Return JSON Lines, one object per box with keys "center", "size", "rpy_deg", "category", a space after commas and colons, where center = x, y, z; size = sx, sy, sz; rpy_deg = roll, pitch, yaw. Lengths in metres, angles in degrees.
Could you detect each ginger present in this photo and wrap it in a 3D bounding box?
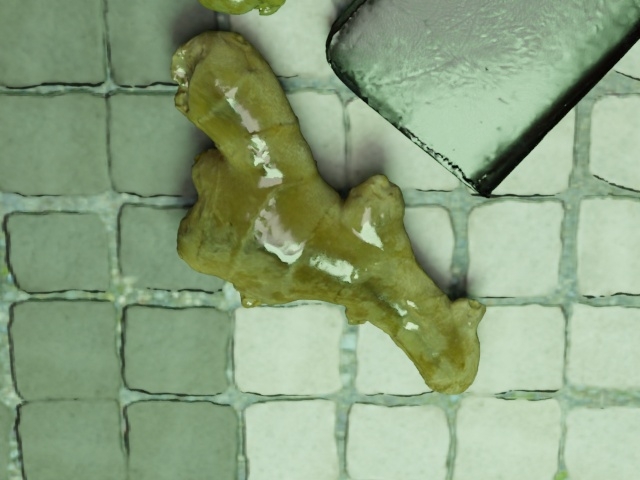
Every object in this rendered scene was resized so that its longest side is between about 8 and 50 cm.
{"center": [0.000, 0.000, 1.334], "size": [0.334, 0.081, 0.148], "rpy_deg": [40, 93, -18], "category": "ginger"}

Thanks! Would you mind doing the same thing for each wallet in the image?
{"center": [0.156, -0.188, 1.259], "size": [0.172, 0.045, 0.318], "rpy_deg": [39, 111, -13], "category": "wallet"}

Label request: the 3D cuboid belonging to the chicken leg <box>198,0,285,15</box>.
{"center": [-0.023, -0.191, 1.229], "size": [0.228, 0.088, 0.103], "rpy_deg": [15, 100, -1], "category": "chicken leg"}
